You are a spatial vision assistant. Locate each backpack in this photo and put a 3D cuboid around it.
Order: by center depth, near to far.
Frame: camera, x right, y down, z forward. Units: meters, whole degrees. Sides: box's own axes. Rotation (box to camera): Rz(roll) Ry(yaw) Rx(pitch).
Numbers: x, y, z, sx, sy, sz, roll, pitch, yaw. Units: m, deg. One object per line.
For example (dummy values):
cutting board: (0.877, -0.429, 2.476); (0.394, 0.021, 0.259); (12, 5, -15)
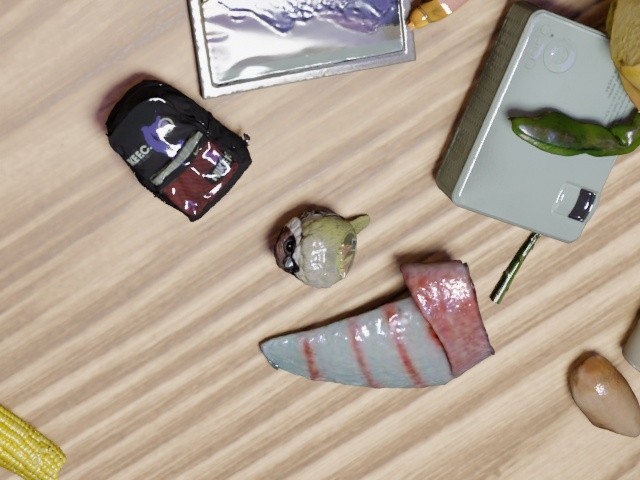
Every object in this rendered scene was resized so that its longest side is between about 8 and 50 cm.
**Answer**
backpack: (-0.168, -0.103, 1.615); (0.165, 0.106, 0.120); (33, 104, -26)

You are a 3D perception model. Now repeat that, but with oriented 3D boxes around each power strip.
power strip: (0.173, -0.307, 1.656); (0.178, 0.049, 0.028); (-39, 113, 1)

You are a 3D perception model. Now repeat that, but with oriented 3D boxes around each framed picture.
framed picture: (-0.024, -0.279, 1.635); (0.265, 0.018, 0.192); (-12, 112, -10)

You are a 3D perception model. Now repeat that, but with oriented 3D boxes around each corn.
corn: (-0.399, 0.233, 1.705); (0.206, 0.067, 0.067); (37, 98, -23)

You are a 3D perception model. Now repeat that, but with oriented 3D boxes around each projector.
projector: (0.276, -0.145, 1.720); (0.192, 0.099, 0.256); (18, 104, -19)

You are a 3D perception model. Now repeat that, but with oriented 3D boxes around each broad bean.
broad bean: (0.311, -0.126, 1.657); (0.195, 0.046, 0.061); (-8, 100, -17)

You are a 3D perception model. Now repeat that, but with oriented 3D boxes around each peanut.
peanut: (0.390, 0.217, 1.900); (0.076, 0.076, 0.152); (-36, 119, 1)

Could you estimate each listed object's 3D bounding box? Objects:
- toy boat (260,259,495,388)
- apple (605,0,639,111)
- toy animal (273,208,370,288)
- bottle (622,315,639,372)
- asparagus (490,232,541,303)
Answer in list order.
toy boat: (0.071, 0.131, 1.789); (0.282, 0.096, 0.206); (-18, 129, 2)
apple: (0.463, -0.302, 1.613); (0.252, 0.314, 0.309); (6, 74, 22)
toy animal: (0.000, 0.000, 1.722); (0.098, 0.137, 0.098); (15, 128, 20)
bottle: (0.510, 0.073, 1.852); (0.120, 0.120, 0.253); (24, 104, -21)
asparagus: (0.259, 0.027, 1.825); (0.015, 0.018, 0.127); (14, 110, -55)
